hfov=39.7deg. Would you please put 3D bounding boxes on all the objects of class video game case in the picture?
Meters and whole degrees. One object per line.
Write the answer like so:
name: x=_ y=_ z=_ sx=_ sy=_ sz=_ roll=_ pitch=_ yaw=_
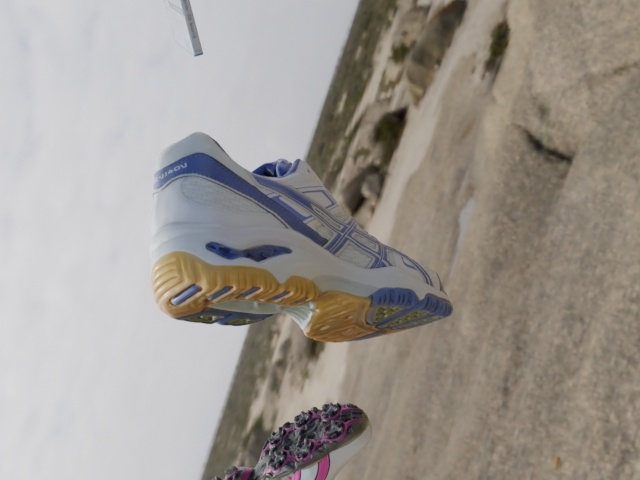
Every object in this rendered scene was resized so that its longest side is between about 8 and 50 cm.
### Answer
video game case: x=-0.193 y=-0.332 z=1.157 sx=0.119 sy=0.015 sz=0.166 roll=-134 pitch=27 yaw=-59

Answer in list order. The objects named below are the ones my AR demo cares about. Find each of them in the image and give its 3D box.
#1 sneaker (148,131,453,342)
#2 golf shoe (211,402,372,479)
sneaker: x=0.000 y=0.000 z=0.673 sx=0.112 sy=0.296 sz=0.130 roll=-24 pitch=64 yaw=32
golf shoe: x=-0.022 y=0.211 z=0.770 sx=0.186 sy=0.086 sz=0.067 roll=-39 pitch=21 yaw=14
